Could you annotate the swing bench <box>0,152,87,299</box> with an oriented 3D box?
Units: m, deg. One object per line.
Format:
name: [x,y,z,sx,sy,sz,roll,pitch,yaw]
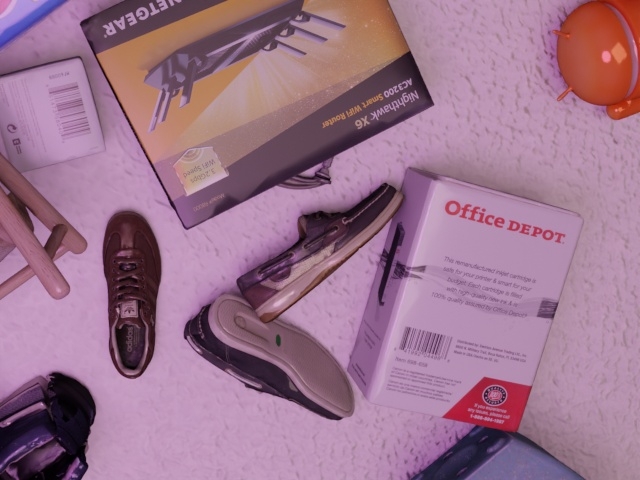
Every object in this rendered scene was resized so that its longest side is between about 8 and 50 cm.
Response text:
swing bench: [-0.393,0.000,0.889,0.253,0.165,0.255,-35,107,3]

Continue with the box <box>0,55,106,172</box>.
box: [-0.287,-0.134,1.046,0.102,0.087,0.101,-15,105,-9]

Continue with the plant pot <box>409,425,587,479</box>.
plant pot: [0.239,0.365,1.211,0.247,0.248,0.252,-38,92,-3]

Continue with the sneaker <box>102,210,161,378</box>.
sneaker: [-0.208,0.064,1.117,0.066,0.071,0.188,-4,104,-12]

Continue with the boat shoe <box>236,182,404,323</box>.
boat shoe: [-0.001,0.001,1.147,0.223,0.080,0.073,-42,93,-10]

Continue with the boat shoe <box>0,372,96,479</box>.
boat shoe: [-0.391,0.290,1.077,0.340,0.158,0.127,-43,108,-2]

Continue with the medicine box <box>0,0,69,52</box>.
medicine box: [-0.369,-0.321,0.938,0.263,0.149,0.289,-37,112,0]

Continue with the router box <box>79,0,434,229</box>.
router box: [-0.067,-0.188,1.080,0.308,0.081,0.243,-28,101,-6]

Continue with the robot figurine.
robot figurine: [0.373,-0.233,1.163,0.219,0.158,0.128,-17,73,-9]

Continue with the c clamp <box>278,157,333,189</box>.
c clamp: [0.002,-0.128,1.151,0.137,0.022,0.161,22,96,-17]

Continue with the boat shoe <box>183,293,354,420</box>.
boat shoe: [-0.055,0.147,1.182,0.233,0.084,0.079,35,128,-25]

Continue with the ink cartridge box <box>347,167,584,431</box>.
ink cartridge box: [0.169,0.067,1.186,0.197,0.114,0.273,14,99,-15]
